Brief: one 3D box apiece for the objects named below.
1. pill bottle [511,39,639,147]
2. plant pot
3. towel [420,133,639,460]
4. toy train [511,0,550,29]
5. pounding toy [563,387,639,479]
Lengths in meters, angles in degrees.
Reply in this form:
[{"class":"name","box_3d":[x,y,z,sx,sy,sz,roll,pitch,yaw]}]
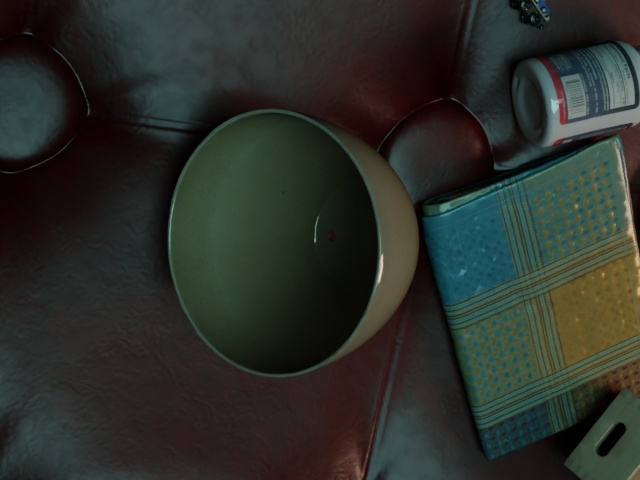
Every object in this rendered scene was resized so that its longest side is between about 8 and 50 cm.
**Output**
[{"class":"pill bottle","box_3d":[0.329,-0.179,1.671,0.180,0.108,0.108,-13,110,-14]},{"class":"plant pot","box_3d":[0.000,0.000,1.558,0.191,0.284,0.284,-3,112,-54]},{"class":"towel","box_3d":[0.285,0.074,1.777,0.271,0.040,0.370,-20,114,-10]},{"class":"toy train","box_3d":[0.221,-0.312,1.640,0.036,0.027,0.158,-44,114,-13]},{"class":"pounding toy","box_3d":[0.434,0.265,1.859,0.181,0.094,0.206,-52,146,3]}]
